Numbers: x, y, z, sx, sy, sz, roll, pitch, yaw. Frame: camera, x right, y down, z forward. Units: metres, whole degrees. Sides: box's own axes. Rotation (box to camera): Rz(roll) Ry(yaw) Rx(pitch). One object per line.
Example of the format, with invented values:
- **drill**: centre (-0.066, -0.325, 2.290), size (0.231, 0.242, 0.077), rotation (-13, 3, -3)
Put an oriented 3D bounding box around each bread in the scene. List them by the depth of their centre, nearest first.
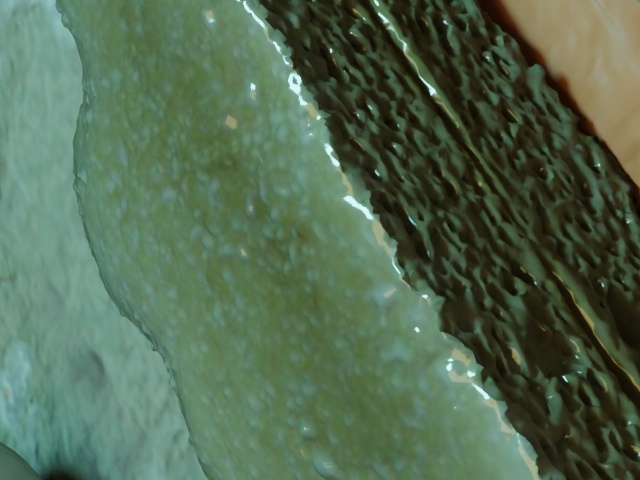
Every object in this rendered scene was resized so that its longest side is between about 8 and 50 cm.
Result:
- **bread**: centre (-0.003, 0.000, 0.442), size (0.337, 0.102, 0.183), rotation (58, 134, 17)

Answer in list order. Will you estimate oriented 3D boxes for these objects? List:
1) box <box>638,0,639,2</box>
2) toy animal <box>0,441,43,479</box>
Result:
- **box**: centre (0.057, -0.196, 0.318), size (0.369, 0.112, 0.190), rotation (44, 128, 28)
- **toy animal**: centre (-0.226, 0.214, 0.659), size (0.271, 0.206, 0.265), rotation (39, 114, -6)
